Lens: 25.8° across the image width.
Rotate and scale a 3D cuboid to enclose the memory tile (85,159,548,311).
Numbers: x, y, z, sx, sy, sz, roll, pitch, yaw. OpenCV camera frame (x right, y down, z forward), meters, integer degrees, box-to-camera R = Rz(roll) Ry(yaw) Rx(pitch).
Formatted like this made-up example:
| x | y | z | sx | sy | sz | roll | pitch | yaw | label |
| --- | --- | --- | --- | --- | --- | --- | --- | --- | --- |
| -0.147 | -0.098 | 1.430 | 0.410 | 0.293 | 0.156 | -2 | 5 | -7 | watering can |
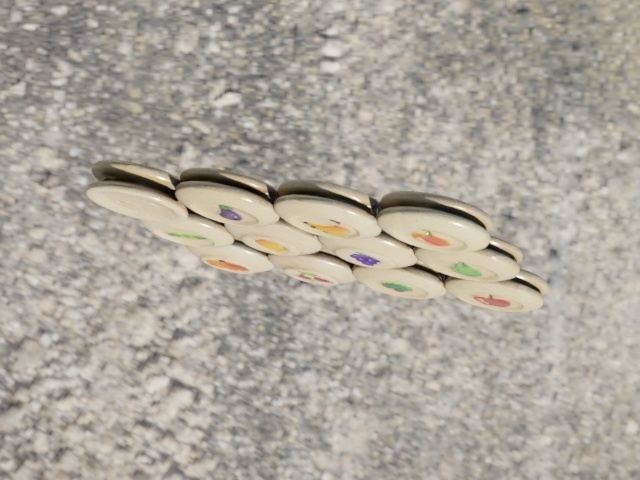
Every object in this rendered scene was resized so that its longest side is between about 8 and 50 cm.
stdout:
| x | y | z | sx | sy | sz | roll | pitch | yaw | label |
| --- | --- | --- | --- | --- | --- | --- | --- | --- | --- |
| 0.000 | 0.000 | 0.496 | 0.113 | 0.148 | 0.012 | 40 | 60 | -62 | memory tile |
